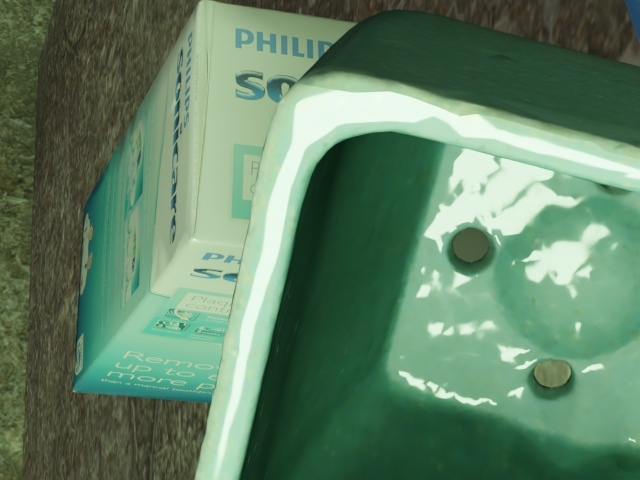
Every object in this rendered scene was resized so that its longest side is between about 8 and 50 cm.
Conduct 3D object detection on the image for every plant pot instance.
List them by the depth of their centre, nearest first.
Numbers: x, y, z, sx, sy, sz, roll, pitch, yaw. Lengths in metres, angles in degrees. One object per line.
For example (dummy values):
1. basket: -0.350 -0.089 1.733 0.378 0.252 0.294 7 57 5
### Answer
1. plant pot: 0.092 0.056 0.527 0.252 0.247 0.248 -80 3 -69

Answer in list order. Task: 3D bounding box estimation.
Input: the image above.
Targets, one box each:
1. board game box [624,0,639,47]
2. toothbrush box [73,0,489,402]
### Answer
1. board game box: 0.163 -0.163 0.698 0.145 0.027 0.281 113 154 -49
2. toothbrush box: 0.000 0.000 0.879 0.295 0.216 0.126 135 138 -63
